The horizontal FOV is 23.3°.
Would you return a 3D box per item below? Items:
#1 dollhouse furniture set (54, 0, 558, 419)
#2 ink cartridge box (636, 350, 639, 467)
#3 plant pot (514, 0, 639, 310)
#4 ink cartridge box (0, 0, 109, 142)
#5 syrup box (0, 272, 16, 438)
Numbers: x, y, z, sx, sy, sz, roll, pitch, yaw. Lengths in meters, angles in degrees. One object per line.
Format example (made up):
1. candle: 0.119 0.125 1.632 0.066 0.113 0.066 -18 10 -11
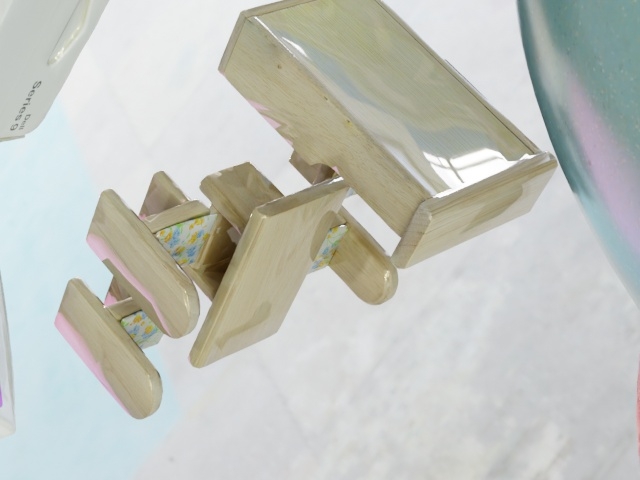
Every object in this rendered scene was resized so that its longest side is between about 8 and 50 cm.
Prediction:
1. dollhouse furniture set: 0.000 0.000 0.902 0.212 0.161 0.242 -23 -29 -41
2. ink cartridge box: 0.362 0.096 1.005 0.283 0.207 0.117 129 148 -63
3. plant pot: 0.182 -0.118 0.572 0.290 0.195 0.290 -35 -19 -14
4. ink cartridge box: -0.218 -0.171 0.825 0.154 0.212 0.093 -57 -14 24
5. syrup box: -0.202 0.004 0.469 0.093 0.237 0.096 -23 58 18
